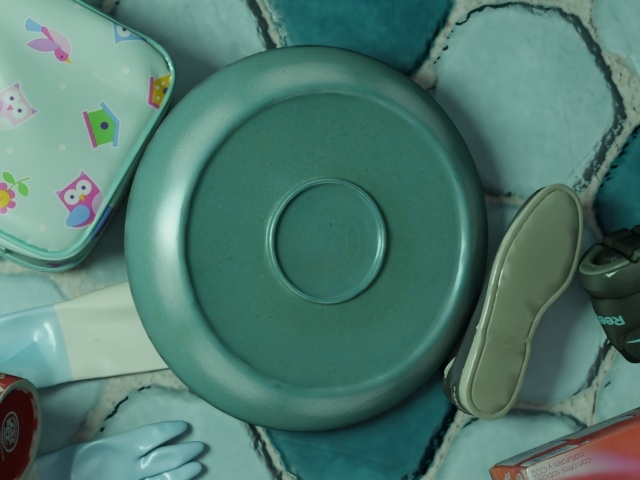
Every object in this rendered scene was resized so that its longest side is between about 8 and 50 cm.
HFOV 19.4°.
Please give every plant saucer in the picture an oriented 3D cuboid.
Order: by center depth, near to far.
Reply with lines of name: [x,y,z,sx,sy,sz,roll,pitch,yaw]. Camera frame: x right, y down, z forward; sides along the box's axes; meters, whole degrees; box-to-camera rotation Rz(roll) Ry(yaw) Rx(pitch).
plant saucer: [0.000,0.000,1.513,0.317,0.043,0.318,-1,93,-20]

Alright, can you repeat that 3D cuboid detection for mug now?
mug: [-0.305,0.146,1.458,0.169,0.150,0.113,8,62,20]

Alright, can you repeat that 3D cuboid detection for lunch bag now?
lunch bag: [-0.275,-0.111,1.507,0.279,0.108,0.224,28,83,-2]

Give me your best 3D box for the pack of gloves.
pack of gloves: [-0.216,0.147,1.517,0.232,0.046,0.195,-15,85,-7]

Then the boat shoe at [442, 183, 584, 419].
boat shoe: [0.153,0.046,1.554,0.075,0.065,0.206,24,84,-26]

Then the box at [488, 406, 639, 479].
box: [0.307,0.196,1.516,0.300,0.154,0.142,-20,87,-9]

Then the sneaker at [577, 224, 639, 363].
sneaker: [0.346,0.011,1.581,0.267,0.101,0.106,-24,107,-7]
